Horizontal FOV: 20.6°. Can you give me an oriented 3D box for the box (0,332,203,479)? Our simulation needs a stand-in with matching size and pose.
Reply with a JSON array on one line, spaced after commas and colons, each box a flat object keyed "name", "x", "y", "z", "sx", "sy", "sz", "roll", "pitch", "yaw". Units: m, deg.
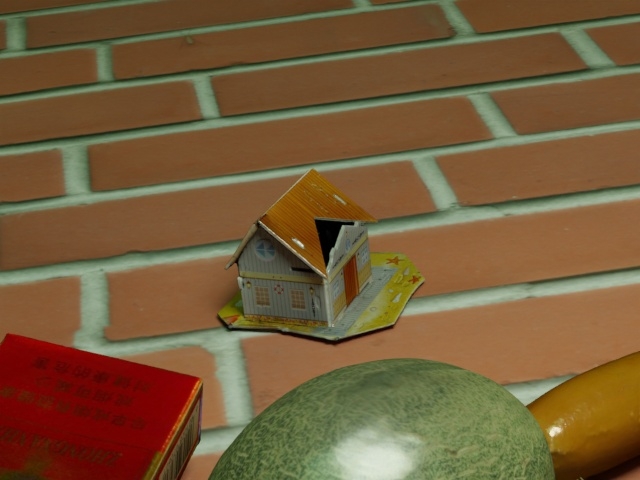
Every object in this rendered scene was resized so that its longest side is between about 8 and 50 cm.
[{"name": "box", "x": -0.243, "y": 0.220, "z": 1.529, "sx": 0.197, "sy": 0.089, "sz": 0.313, "roll": 13, "pitch": 34, "yaw": 9}]

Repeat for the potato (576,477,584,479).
[{"name": "potato", "x": 0.241, "y": 0.245, "z": 1.460, "sx": 0.092, "sy": 0.070, "sz": 0.138, "roll": -28, "pitch": 34, "yaw": -37}]

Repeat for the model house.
[{"name": "model house", "x": 0.000, "y": 0.000, "z": 1.946, "sx": 0.207, "sy": 0.135, "sz": 0.219, "roll": 5, "pitch": 27, "yaw": 24}]

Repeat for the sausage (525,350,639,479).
[{"name": "sausage", "x": 0.268, "y": 0.158, "z": 1.615, "sx": 0.238, "sy": 0.098, "sz": 0.098, "roll": -19, "pitch": 28, "yaw": -29}]

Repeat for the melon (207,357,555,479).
[{"name": "melon", "x": 0.047, "y": 0.216, "z": 1.367, "sx": 0.249, "sy": 0.248, "sz": 0.329, "roll": 15, "pitch": 29, "yaw": 36}]
